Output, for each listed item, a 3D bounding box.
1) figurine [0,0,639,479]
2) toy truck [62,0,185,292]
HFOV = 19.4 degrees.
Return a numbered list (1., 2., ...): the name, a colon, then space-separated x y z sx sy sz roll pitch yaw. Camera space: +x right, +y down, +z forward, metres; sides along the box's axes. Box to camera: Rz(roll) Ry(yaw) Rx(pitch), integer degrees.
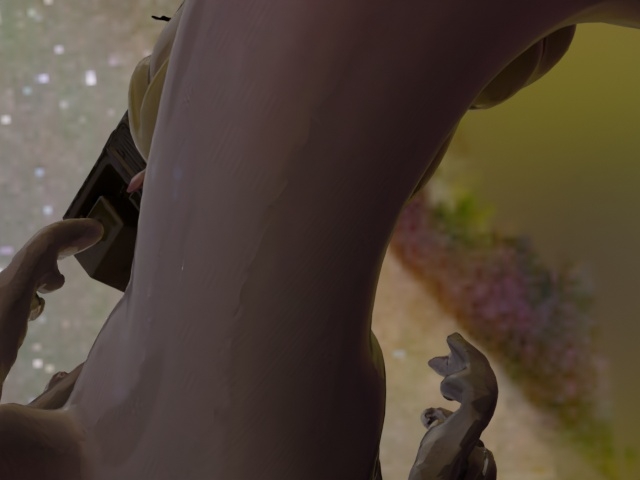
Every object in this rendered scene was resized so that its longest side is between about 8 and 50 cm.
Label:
1. figurine: 0.011 0.009 0.526 0.315 0.206 0.284 -54 2 8
2. toy truck: -0.040 -0.081 1.047 0.127 0.257 0.127 17 -154 -49
